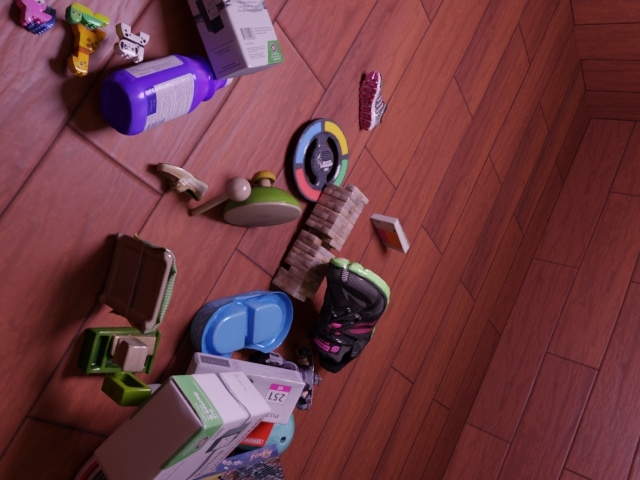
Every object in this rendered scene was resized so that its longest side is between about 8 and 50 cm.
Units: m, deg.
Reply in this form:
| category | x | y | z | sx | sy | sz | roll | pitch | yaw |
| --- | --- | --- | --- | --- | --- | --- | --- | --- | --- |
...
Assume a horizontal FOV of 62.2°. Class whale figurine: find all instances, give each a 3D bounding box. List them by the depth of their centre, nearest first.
| category | x | y | z | sx | sy | sz | roll | pitch | yaw |
| --- | --- | --- | --- | --- | --- | --- | --- | --- | --- |
| whale figurine | -0.178 | 0.501 | 1.411 | 0.272 | 0.141 | 0.216 | 25 | 83 | -48 |

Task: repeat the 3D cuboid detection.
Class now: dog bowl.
| category | x | y | z | sx | sy | sz | roll | pitch | yaw |
| --- | --- | --- | --- | --- | --- | --- | --- | --- | --- |
| dog bowl | -0.198 | 0.212 | 1.342 | 0.297 | 0.074 | 0.165 | -10 | 110 | -47 |

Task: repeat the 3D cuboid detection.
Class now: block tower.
| category | x | y | z | sx | sy | sz | roll | pitch | yaw |
| --- | --- | --- | --- | --- | --- | --- | --- | --- | --- |
| block tower | 0.000 | 0.000 | 1.459 | 0.335 | 0.097 | 0.091 | -59 | 144 | -4 |

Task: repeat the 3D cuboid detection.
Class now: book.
| category | x | y | z | sx | sy | sz | roll | pitch | yaw |
| --- | --- | --- | --- | --- | --- | --- | --- | --- | --- |
| book | 0.228 | -0.025 | 1.748 | 0.035 | 0.096 | 0.144 | -54 | 138 | -22 |

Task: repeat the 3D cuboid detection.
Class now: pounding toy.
| category | x | y | z | sx | sy | sz | roll | pitch | yaw |
| --- | --- | --- | --- | --- | --- | --- | --- | --- | --- |
| pounding toy | -0.157 | -0.111 | 1.233 | 0.237 | 0.183 | 0.110 | 11 | 69 | -48 |

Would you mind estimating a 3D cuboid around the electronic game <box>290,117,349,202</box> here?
| category | x | y | z | sx | sy | sz | roll | pitch | yaw |
| --- | --- | --- | --- | --- | --- | --- | --- | --- | --- |
| electronic game | 0.001 | -0.217 | 1.450 | 0.229 | 0.048 | 0.229 | -21 | 118 | -45 |

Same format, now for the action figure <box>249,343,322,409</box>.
| category | x | y | z | sx | sy | sz | roll | pitch | yaw |
| --- | --- | --- | --- | --- | --- | --- | --- | --- | --- |
| action figure | -0.075 | 0.384 | 1.502 | 0.285 | 0.099 | 0.185 | 29 | 45 | -51 |

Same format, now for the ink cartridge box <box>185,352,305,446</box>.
| category | x | y | z | sx | sy | sz | roll | pitch | yaw |
| --- | --- | --- | --- | --- | --- | --- | --- | --- | --- |
| ink cartridge box | -0.207 | 0.402 | 1.267 | 0.275 | 0.060 | 0.238 | 17 | 104 | -25 |

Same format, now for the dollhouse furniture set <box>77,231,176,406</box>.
| category | x | y | z | sx | sy | sz | roll | pitch | yaw |
| --- | --- | --- | --- | --- | --- | --- | --- | --- | --- |
| dollhouse furniture set | -0.335 | 0.148 | 1.058 | 0.151 | 0.198 | 0.301 | 14 | 92 | -50 |

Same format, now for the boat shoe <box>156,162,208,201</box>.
| category | x | y | z | sx | sy | sz | roll | pitch | yaw |
| --- | --- | --- | --- | --- | --- | --- | --- | --- | --- |
| boat shoe | -0.295 | -0.123 | 1.129 | 0.135 | 0.050 | 0.045 | 30 | 74 | -50 |

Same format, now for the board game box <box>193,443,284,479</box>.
| category | x | y | z | sx | sy | sz | roll | pitch | yaw |
| --- | --- | --- | --- | --- | --- | --- | --- | --- | --- |
| board game box | -0.216 | 0.633 | 1.382 | 0.244 | 0.042 | 0.165 | -13 | 120 | -10 |

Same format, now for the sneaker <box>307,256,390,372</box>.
| category | x | y | z | sx | sy | sz | roll | pitch | yaw |
| --- | --- | --- | --- | --- | --- | --- | --- | --- | --- |
| sneaker | 0.071 | 0.228 | 1.483 | 0.202 | 0.185 | 0.482 | -55 | 157 | -34 |

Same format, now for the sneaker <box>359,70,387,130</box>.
| category | x | y | z | sx | sy | sz | roll | pitch | yaw |
| --- | --- | --- | --- | --- | --- | --- | --- | --- | --- |
| sneaker | 0.159 | -0.411 | 1.561 | 0.075 | 0.063 | 0.170 | -21 | 123 | -44 |

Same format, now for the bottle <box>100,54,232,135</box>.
| category | x | y | z | sx | sy | sz | roll | pitch | yaw |
| --- | --- | --- | --- | --- | --- | --- | --- | --- | --- |
| bottle | -0.286 | -0.298 | 1.030 | 0.283 | 0.092 | 0.118 | -41 | 164 | -44 |

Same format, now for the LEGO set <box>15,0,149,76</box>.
| category | x | y | z | sx | sy | sz | roll | pitch | yaw |
| --- | --- | --- | --- | --- | --- | --- | --- | --- | --- |
| LEGO set | -0.410 | -0.334 | 0.886 | 0.227 | 0.087 | 0.093 | 10 | 79 | -51 |

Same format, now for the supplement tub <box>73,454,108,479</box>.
| category | x | y | z | sx | sy | sz | roll | pitch | yaw |
| --- | --- | --- | --- | --- | --- | --- | --- | --- | --- |
| supplement tub | -0.373 | 0.560 | 1.094 | 0.191 | 0.272 | 0.191 | -20 | 117 | -44 |

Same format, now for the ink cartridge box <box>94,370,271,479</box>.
| category | x | y | z | sx | sy | sz | roll | pitch | yaw |
| --- | --- | --- | --- | --- | --- | --- | --- | --- | --- |
| ink cartridge box | -0.253 | 0.374 | 1.049 | 0.211 | 0.121 | 0.289 | -46 | 159 | 5 |

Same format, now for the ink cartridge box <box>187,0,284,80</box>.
| category | x | y | z | sx | sy | sz | roll | pitch | yaw |
| --- | --- | --- | --- | --- | --- | --- | --- | --- | --- |
| ink cartridge box | -0.173 | -0.443 | 1.066 | 0.153 | 0.087 | 0.208 | -40 | 115 | -57 |
